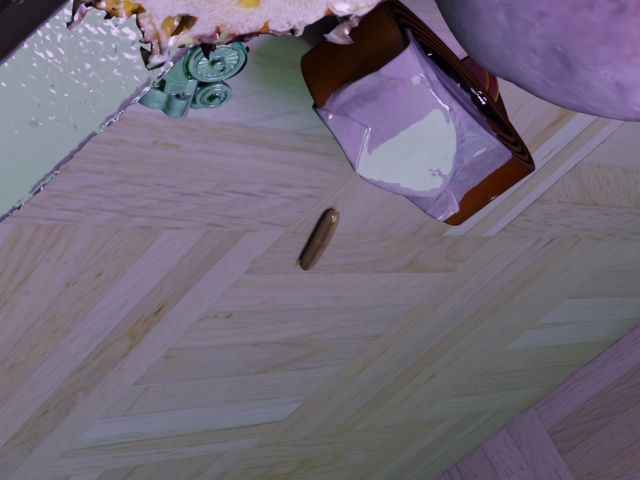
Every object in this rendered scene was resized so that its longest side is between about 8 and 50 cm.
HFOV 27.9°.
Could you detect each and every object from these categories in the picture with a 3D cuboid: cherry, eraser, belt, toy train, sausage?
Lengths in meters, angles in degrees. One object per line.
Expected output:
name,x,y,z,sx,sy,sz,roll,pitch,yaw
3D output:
cherry,0.248,-0.258,1.179,0.291,0.335,0.326,-33,-174,-33
eraser,-0.239,-0.124,1.065,0.352,0.077,0.111,-42,129,1
belt,0.105,-0.132,1.371,0.122,0.217,0.338,-37,153,16
toy train,-0.121,-0.185,1.203,0.104,0.071,0.178,-7,148,-25
sausage,0.000,0.000,1.762,0.024,0.024,0.132,-15,154,-29

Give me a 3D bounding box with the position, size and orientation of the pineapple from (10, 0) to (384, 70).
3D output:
pineapple,-0.066,-0.300,0.741,0.352,0.300,0.352,-25,157,-11

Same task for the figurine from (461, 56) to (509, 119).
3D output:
figurine,0.201,-0.153,1.589,0.082,0.098,0.154,-33,154,1
